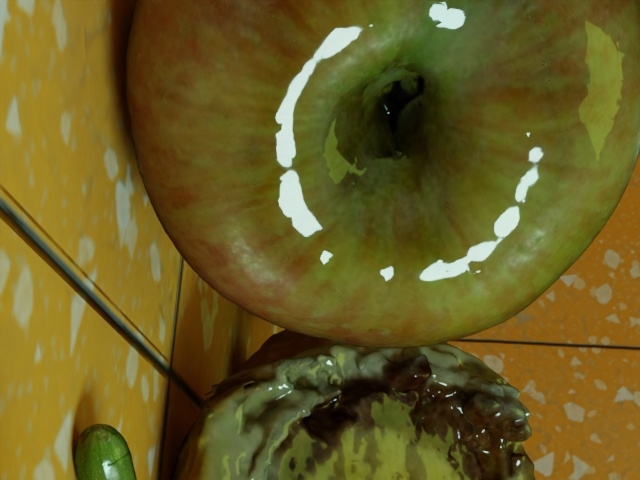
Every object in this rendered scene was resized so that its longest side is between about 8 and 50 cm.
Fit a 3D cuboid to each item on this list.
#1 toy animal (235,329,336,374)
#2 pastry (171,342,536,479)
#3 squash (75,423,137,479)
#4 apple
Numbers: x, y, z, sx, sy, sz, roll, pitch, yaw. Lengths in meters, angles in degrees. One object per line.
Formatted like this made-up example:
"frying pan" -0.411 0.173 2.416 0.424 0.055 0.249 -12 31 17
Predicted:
"toy animal" -0.018 0.162 0.986 0.184 0.104 0.185 -56 152 -75
"pastry" 0.002 0.191 0.848 0.170 0.236 0.256 -11 -98 58
"squash" -0.095 0.118 0.637 0.027 0.027 0.083 -76 167 -60
"apple" 0.029 -0.083 0.710 0.264 0.264 0.264 2 90 -83
